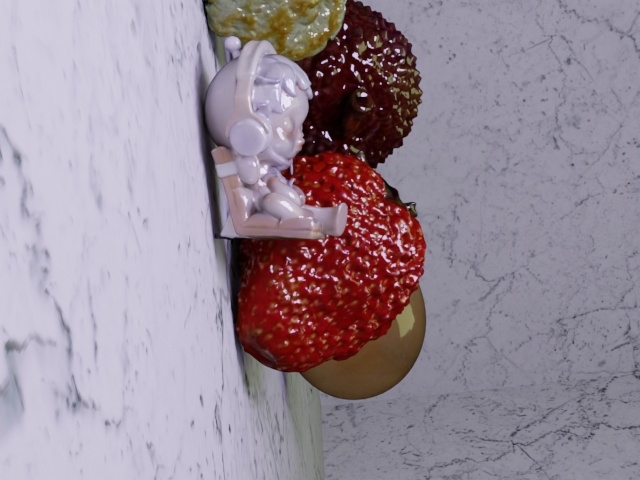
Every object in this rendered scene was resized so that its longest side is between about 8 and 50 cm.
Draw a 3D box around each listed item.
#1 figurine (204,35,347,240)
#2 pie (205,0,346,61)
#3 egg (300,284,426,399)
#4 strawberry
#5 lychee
[{"bbox_3d":[-0.054,-0.111,0.907,0.162,0.141,0.236,20,63,-78],"label":"figurine"},{"bbox_3d":[-0.064,-0.338,1.031,0.090,0.201,0.247,50,-31,43],"label":"pie"},{"bbox_3d":[0.063,0.140,1.707,0.301,0.301,0.373,82,1,-66],"label":"egg"},{"bbox_3d":[0.012,0.031,1.067,0.257,0.261,0.261,-102,-175,-55],"label":"strawberry"},{"bbox_3d":[0.011,-0.243,1.330,0.330,0.306,0.305,-121,-158,-60],"label":"lychee"}]
